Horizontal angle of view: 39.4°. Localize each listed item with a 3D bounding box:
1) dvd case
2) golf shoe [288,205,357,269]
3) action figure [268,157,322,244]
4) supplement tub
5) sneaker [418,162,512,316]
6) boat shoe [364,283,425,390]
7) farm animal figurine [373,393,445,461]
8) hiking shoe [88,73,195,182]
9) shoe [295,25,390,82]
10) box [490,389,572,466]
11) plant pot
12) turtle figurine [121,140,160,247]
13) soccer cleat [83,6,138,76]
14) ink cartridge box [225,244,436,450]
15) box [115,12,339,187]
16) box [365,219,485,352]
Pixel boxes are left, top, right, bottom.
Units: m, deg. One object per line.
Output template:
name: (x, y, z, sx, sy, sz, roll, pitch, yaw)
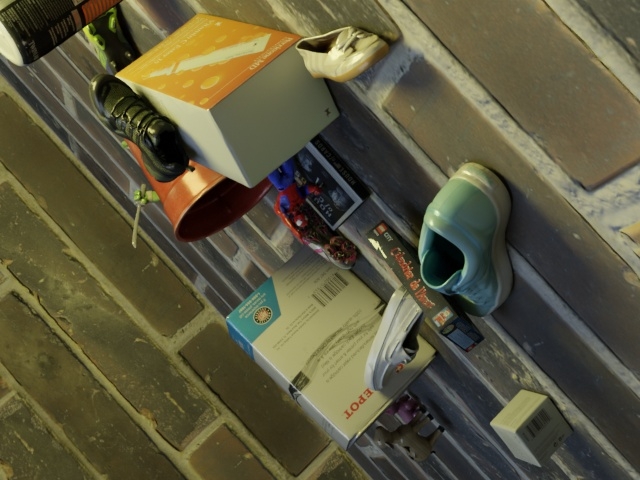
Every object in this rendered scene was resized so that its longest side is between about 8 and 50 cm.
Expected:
dvd case: (0.003, -0.119, 1.773, 0.179, 0.030, 0.238, 48, 161, 1)
golf shoe: (0.000, 0.000, 1.959, 0.186, 0.067, 0.086, 43, 163, 15)
action figure: (-0.057, -0.110, 1.729, 0.139, 0.091, 0.280, 44, 163, 42)
supplement tub: (-0.496, -0.489, 1.684, 0.194, 0.316, 0.193, 41, 160, 19)
sneaker: (0.211, 0.034, 1.421, 0.135, 0.150, 0.365, 37, 159, 33)
boat shoe: (0.162, 0.217, 1.852, 0.084, 0.095, 0.258, 28, 122, 24)
farm animal figurine: (0.133, 0.417, 2.254, 0.330, 0.172, 0.326, 41, 173, 31)
hiking shoe: (-0.301, -0.204, 1.547, 0.227, 0.086, 0.114, 49, 149, -20)
shoe: (0.026, -0.278, 1.321, 0.058, 0.076, 0.219, 50, 164, -23)
box: (0.407, 0.362, 1.726, 0.102, 0.101, 0.087, 53, 162, -16)
plant pot: (-0.274, -0.183, 1.940, 0.265, 0.272, 0.272, 52, 163, 13)
turtle figurine: (-0.410, -0.176, 2.285, 0.266, 0.275, 0.198, 54, 147, 8)
soccer cleat: (-0.508, -0.492, 2.066, 0.121, 0.093, 0.289, 43, 162, 36)
ink cartridge box: (0.022, 0.239, 2.049, 0.395, 0.285, 0.166, 43, 163, 14)
box: (-0.171, -0.258, 1.582, 0.345, 0.215, 0.168, 26, 151, 47)
box: (0.184, 0.081, 1.571, 0.233, 0.044, 0.159, 55, -170, 32)
